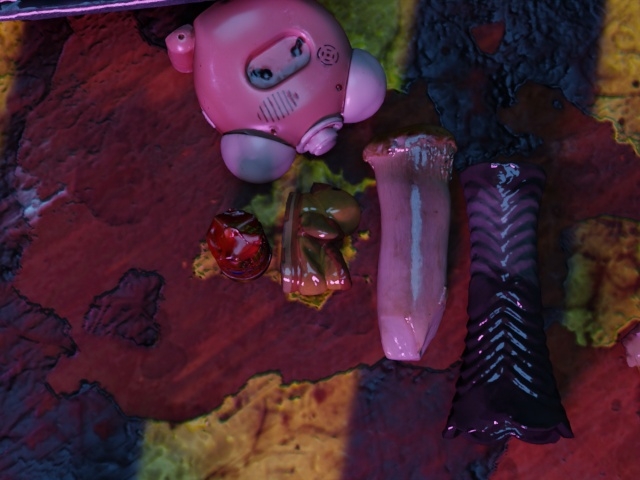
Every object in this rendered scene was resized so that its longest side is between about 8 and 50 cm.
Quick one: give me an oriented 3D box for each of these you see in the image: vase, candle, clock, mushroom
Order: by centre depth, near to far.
[{"bbox_3d":[-0.069,0.003,1.290,0.052,0.130,0.052,0,80,1],"label":"candle"},{"bbox_3d":[0.161,0.054,1.305,0.115,0.115,0.237,1,76,-1],"label":"vase"},{"bbox_3d":[0.078,0.001,1.328,0.084,0.071,0.209,1,85,4],"label":"mushroom"},{"bbox_3d":[-0.039,-0.147,1.335,0.166,0.093,0.162,-35,86,-7],"label":"clock"}]

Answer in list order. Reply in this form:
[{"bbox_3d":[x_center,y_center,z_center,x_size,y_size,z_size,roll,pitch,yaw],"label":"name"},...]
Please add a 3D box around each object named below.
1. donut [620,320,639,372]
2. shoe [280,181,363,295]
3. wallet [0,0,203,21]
[{"bbox_3d":[0.389,0.211,1.267,0.259,0.136,0.345,0,82,-3],"label":"donut"},{"bbox_3d":[0.000,0.004,1.323,0.069,0.072,0.109,7,36,5],"label":"shoe"},{"bbox_3d":[-0.136,-0.293,1.330,0.342,0.075,0.237,-6,50,1],"label":"wallet"}]
